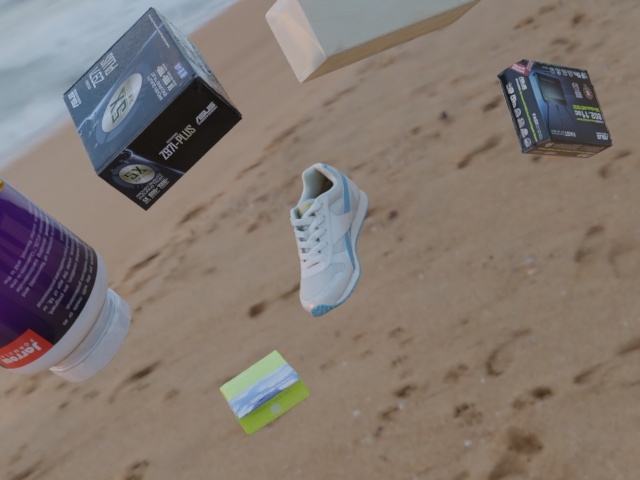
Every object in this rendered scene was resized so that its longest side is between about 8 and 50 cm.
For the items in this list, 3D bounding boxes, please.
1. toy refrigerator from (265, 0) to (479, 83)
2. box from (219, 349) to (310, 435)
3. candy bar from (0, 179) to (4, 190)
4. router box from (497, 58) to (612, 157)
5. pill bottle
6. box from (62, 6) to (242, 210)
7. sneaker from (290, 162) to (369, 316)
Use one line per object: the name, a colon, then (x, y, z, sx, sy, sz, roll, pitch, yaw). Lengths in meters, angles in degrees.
toy refrigerator: (0.071, -0.301, 1.466, 0.269, 0.102, 0.094, -27, -3, -31)
box: (-0.083, 0.224, 1.676, 0.109, 0.042, 0.178, -33, 14, -8)
candy bar: (-0.293, -0.079, 0.852, 0.040, 0.161, 0.018, -23, 51, 6)
router box: (0.247, -0.136, 1.191, 0.122, 0.092, 0.038, -1, -19, -44)
pill bottle: (-0.379, 0.037, 1.331, 0.181, 0.323, 0.181, -28, 40, 26)
box: (-0.186, -0.146, 1.224, 0.147, 0.077, 0.180, -43, 41, 9)
sneaker: (0.000, 0.000, 1.481, 0.087, 0.092, 0.228, -27, 38, 31)
